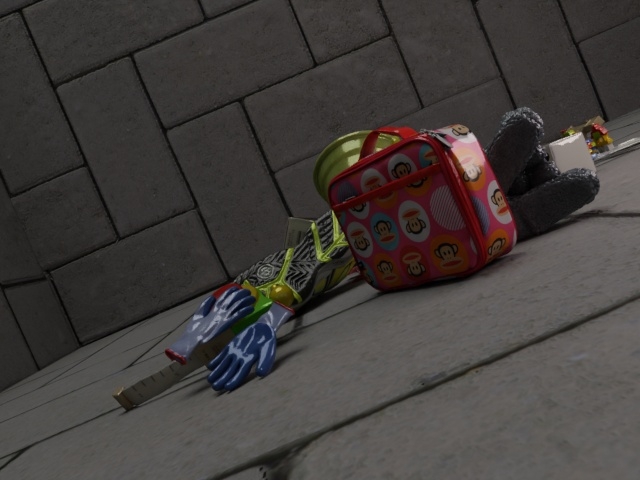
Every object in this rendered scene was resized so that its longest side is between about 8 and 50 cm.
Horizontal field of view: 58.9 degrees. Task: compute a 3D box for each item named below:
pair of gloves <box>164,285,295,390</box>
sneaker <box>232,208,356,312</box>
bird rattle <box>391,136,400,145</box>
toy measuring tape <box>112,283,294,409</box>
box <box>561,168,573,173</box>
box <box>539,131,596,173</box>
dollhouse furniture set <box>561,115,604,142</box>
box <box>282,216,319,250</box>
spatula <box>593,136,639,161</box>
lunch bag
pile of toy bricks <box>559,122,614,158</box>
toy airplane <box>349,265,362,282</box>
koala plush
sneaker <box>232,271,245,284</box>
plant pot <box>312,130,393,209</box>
[{"bbox_3d":[-0.128,0.138,0.824,0.198,0.023,0.159,17,54,42],"label":"pair of gloves"},{"bbox_3d":[-0.038,0.089,1.220,0.384,0.145,0.147,-35,-35,-18],"label":"sneaker"},{"bbox_3d":[0.211,-0.079,1.079,0.207,0.254,0.143,-28,41,-36],"label":"bird rattle"},{"bbox_3d":[-0.192,0.163,0.954,0.330,0.121,0.121,-31,2,-1],"label":"toy measuring tape"},{"bbox_3d":[0.480,-0.101,1.281,0.145,0.038,0.186,-22,4,44],"label":"box"},{"bbox_3d":[0.591,-0.197,1.485,0.094,0.113,0.275,-22,4,-4],"label":"box"},{"bbox_3d":[0.913,-0.329,1.998,0.161,0.101,0.182,-48,4,-3],"label":"dollhouse furniture set"},{"bbox_3d":[0.000,0.000,1.694,0.148,0.121,0.311,10,4,10],"label":"box"},{"bbox_3d":[0.795,-0.237,1.603,0.242,0.019,0.168,-26,1,40],"label":"spatula"},{"bbox_3d":[0.145,-0.062,0.910,0.120,0.258,0.293,-24,2,-34],"label":"lunch bag"},{"bbox_3d":[0.726,-0.274,1.629,0.118,0.105,0.212,-26,0,-5],"label":"pile of toy bricks"},{"bbox_3d":[0.114,0.059,1.297,0.151,0.028,0.151,-29,0,0],"label":"toy airplane"},{"bbox_3d":[0.335,-0.103,0.996,0.203,0.196,0.221,-44,-1,19],"label":"koala plush"},{"bbox_3d":[-0.120,0.112,1.522,0.124,0.107,0.283,-14,8,37],"label":"sneaker"},{"bbox_3d":[0.131,-0.103,1.492,0.276,0.276,0.254,-23,45,12],"label":"plant pot"}]
